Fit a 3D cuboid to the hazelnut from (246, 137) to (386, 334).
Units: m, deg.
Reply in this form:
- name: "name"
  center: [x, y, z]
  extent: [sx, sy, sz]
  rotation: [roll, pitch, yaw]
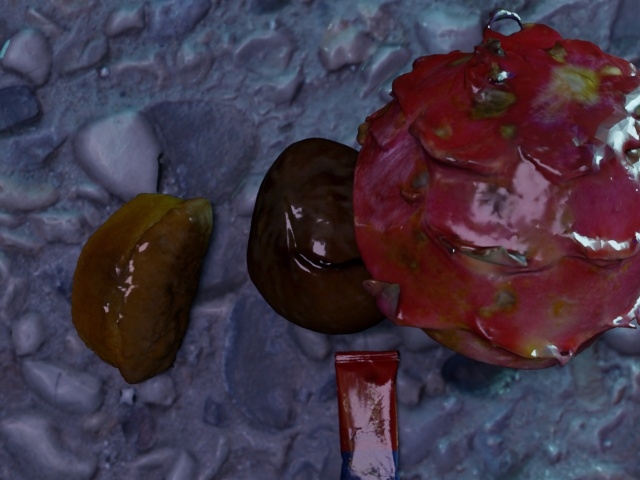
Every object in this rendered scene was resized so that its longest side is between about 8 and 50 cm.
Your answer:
- name: "hazelnut"
  center: [0.000, 0.000, 1.144]
  extent: [0.218, 0.218, 0.234]
  rotation: [-24, 57, 9]

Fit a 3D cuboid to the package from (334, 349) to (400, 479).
- name: "package"
  center: [0.059, 0.234, 1.187]
  extent: [0.083, 0.022, 0.200]
  rotation: [-4, 77, 13]

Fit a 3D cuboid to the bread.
- name: "bread"
  center: [-0.235, 0.050, 1.238]
  extent: [0.129, 0.134, 0.260]
  rotation: [15, 83, 17]

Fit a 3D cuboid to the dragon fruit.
- name: "dragon fruit"
  center: [0.223, -0.063, 1.022]
  extent: [0.371, 0.249, 0.386]
  rotation: [47, 57, 8]
